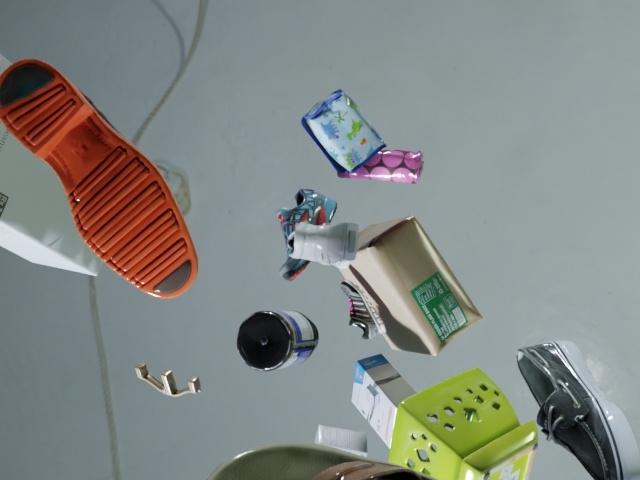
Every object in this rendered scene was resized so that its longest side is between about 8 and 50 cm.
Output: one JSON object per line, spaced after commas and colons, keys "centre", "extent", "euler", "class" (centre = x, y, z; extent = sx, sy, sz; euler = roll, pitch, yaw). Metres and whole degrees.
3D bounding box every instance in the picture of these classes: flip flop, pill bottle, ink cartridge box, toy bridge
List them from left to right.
{"centre": [-0.356, 0.336, 1.729], "extent": [0.188, 0.063, 0.026], "euler": [7, 30, 30], "class": "toy bridge"}
{"centre": [-0.080, 0.209, 1.550], "extent": [0.123, 0.219, 0.123], "euler": [-2, 84, 18], "class": "pill bottle"}
{"centre": [0.038, 0.217, 0.564], "extent": [0.277, 0.080, 0.112], "euler": [10, 59, 11], "class": "flip flop"}
{"centre": [0.163, 0.397, 1.822], "extent": [0.082, 0.140, 0.191], "euler": [-10, 32, -25], "class": "ink cartridge box"}

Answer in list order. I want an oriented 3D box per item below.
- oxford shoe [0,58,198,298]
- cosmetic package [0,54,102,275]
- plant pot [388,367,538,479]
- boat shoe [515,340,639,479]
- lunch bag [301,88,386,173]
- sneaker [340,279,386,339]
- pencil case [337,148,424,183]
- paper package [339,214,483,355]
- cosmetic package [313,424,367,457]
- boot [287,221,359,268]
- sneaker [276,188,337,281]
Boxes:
{"centre": [-0.205, -0.061, 0.728], "extent": [0.097, 0.098, 0.271], "euler": [-36, 85, 2], "class": "oxford shoe"}
{"centre": [-0.477, -0.110, 1.144], "extent": [0.156, 0.385, 0.217], "euler": [9, 74, 24], "class": "cosmetic package"}
{"centre": [0.290, 0.424, 1.451], "extent": [0.228, 0.227, 0.207], "euler": [-17, 35, -32], "class": "plant pot"}
{"centre": [0.419, 0.299, 1.228], "extent": [0.119, 0.121, 0.335], "euler": [-5, 29, -5], "class": "boat shoe"}
{"centre": [0.036, -0.190, 1.282], "extent": [0.096, 0.151, 0.129], "euler": [-38, 101, 4], "class": "lunch bag"}
{"centre": [0.093, 0.179, 1.849], "extent": [0.075, 0.063, 0.170], "euler": [-34, 82, -9], "class": "sneaker"}
{"centre": [0.148, -0.187, 1.777], "extent": [0.209, 0.098, 0.095], "euler": [8, 95, 17], "class": "pencil case"}
{"centre": [0.211, 0.115, 1.890], "extent": [0.168, 0.309, 0.325], "euler": [-35, 96, -15], "class": "paper package"}
{"centre": [0.017, 0.478, 1.444], "extent": [0.099, 0.060, 0.239], "euler": [12, 117, -3], "class": "cosmetic package"}
{"centre": [0.000, 0.000, 1.384], "extent": [0.123, 0.258, 0.095], "euler": [6, 83, -2], "class": "boot"}
{"centre": [-0.060, -0.018, 1.736], "extent": [0.125, 0.104, 0.262], "euler": [30, 50, -6], "class": "sneaker"}
